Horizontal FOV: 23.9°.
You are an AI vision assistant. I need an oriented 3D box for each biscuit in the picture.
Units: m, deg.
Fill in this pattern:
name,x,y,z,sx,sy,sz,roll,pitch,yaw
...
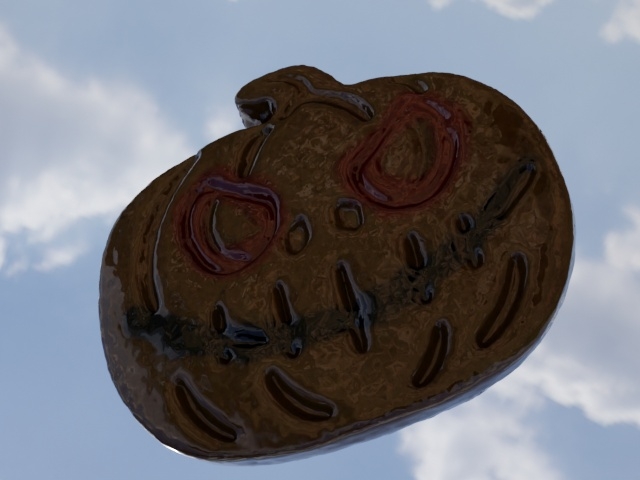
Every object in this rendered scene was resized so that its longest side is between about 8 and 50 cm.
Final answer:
name,x,y,z,sx,sy,sz,roll,pitch,yaw
biscuit,-0.001,-0.001,1.111,0.063,0.367,0.314,44,-151,-58
